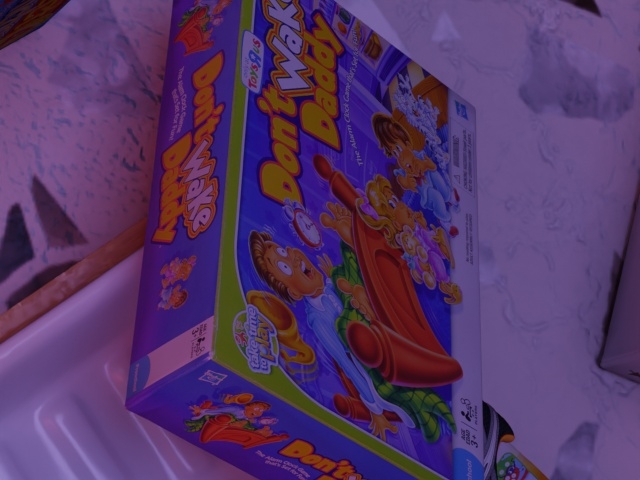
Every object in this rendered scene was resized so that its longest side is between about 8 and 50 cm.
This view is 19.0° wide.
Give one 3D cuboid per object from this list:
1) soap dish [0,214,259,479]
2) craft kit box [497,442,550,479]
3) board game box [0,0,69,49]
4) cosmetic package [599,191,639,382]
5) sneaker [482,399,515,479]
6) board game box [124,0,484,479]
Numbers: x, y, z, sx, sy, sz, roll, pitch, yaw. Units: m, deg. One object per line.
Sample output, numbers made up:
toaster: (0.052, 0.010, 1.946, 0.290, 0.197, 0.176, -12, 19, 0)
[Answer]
soap dish: (-0.143, 0.143, 1.229, 0.291, 0.118, 0.229, -36, 95, -27)
craft kit box: (0.097, 0.271, 1.351, 0.246, 0.061, 0.250, 44, 64, -8)
board game box: (-0.262, -0.137, 1.130, 0.302, 0.308, 0.086, -34, 95, -27)
cosmetic package: (0.358, -0.060, 1.471, 0.155, 0.197, 0.366, 22, 71, -21)
sneaker: (0.078, 0.194, 1.286, 0.083, 0.084, 0.215, 26, 68, -24)
board game box: (0.000, 0.000, 1.249, 0.233, 0.078, 0.347, 33, 42, -33)
